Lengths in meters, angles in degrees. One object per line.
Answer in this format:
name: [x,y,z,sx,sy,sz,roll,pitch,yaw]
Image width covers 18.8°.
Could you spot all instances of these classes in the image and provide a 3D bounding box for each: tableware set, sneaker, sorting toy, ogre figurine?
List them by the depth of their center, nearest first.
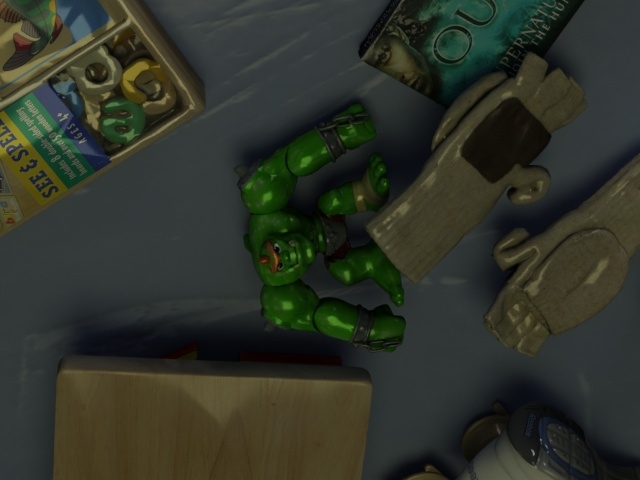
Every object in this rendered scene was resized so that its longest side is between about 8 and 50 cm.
ogre figurine: [0.000,0.000,1.549,0.118,0.097,0.197,-11,122,-5]
sorting toy: [-0.099,0.200,1.651,0.255,0.089,0.257,3,118,-6]
sneaker: [0.232,0.252,1.702,0.297,0.111,0.129,38,120,-26]
tableware set: [0.145,0.224,1.722,0.169,0.020,0.141,-39,120,10]

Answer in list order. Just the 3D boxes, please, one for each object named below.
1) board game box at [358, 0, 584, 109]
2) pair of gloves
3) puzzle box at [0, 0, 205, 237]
board game box: [0.131,-0.189,1.498,0.126,0.026,0.186,27,113,-18]
pair of gloves: [0.165,-0.026,1.552,0.240,0.042,0.204,37,94,-34]
puzzle box: [-0.309,-0.190,1.445,0.272,0.052,0.409,-31,116,12]
